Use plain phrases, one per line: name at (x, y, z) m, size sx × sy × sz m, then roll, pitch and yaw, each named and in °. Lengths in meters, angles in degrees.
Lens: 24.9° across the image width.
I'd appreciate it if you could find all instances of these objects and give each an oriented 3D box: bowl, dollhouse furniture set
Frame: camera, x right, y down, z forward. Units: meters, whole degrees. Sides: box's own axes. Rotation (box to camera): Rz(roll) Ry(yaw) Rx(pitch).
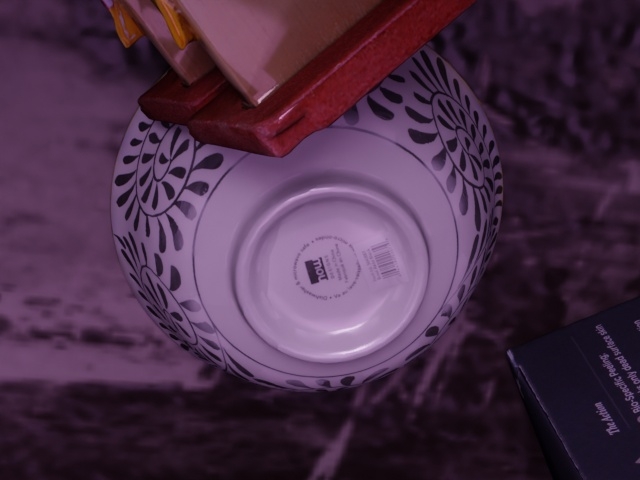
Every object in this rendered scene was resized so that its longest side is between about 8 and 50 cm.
bowl at (0.000, 0.000, 0.582) m, size 0.170 × 0.080 × 0.170 m, roll -3°, pitch 113°, yaw -6°
dollhouse furniture set at (0.043, -0.218, 0.488) m, size 0.374 × 0.152 × 0.201 m, roll -40°, pitch 112°, yaw -10°

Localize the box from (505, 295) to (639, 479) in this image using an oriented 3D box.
box at (0.180, 0.086, 0.598) m, size 0.158 × 0.156 × 0.093 m, roll -22°, pitch 114°, yaw 2°
